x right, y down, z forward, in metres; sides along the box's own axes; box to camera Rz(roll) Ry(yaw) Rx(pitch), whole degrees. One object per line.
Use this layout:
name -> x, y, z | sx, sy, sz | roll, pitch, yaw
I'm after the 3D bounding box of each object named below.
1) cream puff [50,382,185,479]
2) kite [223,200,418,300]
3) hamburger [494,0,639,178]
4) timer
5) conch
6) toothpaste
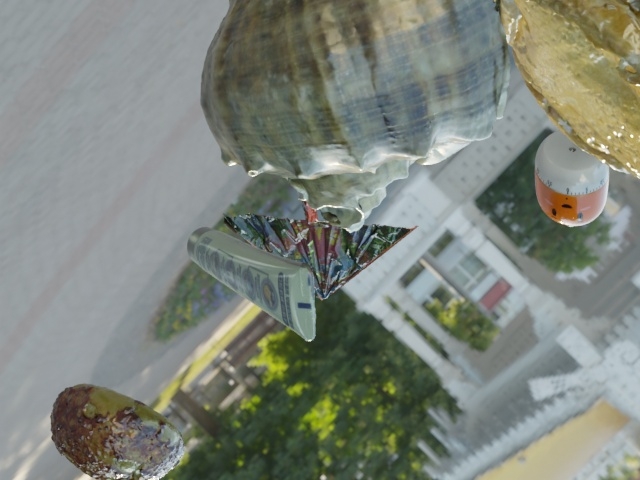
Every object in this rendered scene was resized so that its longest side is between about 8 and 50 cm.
cream puff -> -0.219, 0.211, 1.059 | 0.149, 0.149, 0.084 | 126, -12, -68
kite -> 0.000, 0.000, 1.123 | 0.009, 0.232, 0.189 | -66, 155, -44
hamburger -> 0.255, -0.152, 0.799 | 0.146, 0.243, 0.286 | -50, -149, 2
timer -> 0.333, -0.072, 1.338 | 0.136, 0.099, 0.136 | 8, 90, -79
conch -> 0.002, -0.115, 0.684 | 0.159, 0.210, 0.291 | -40, 133, -22
toothpaste -> -0.060, 0.027, 0.854 | 0.039, 0.062, 0.239 | -8, -166, -25
